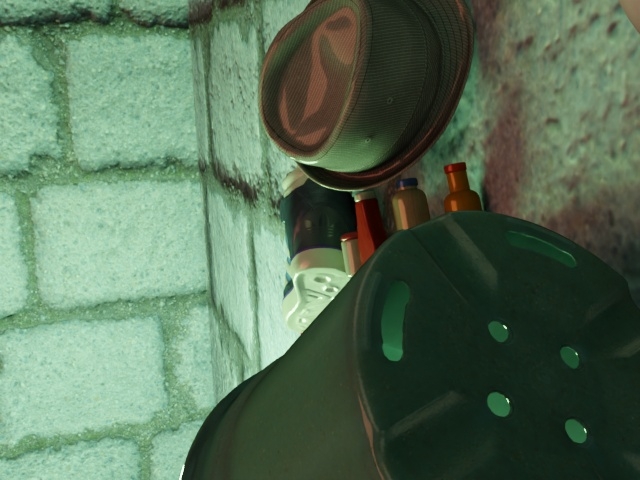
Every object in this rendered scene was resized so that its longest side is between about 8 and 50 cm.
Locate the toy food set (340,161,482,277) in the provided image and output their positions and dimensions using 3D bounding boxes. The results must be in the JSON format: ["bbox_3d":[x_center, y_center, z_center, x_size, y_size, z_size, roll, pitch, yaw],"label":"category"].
[{"bbox_3d":[0.093,-0.018,0.788,0.232,0.111,0.104,163,97,-68],"label":"toy food set"}]

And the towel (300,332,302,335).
[{"bbox_3d":[0.019,0.247,1.205,0.275,0.031,0.198,-133,43,-57],"label":"towel"}]

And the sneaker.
[{"bbox_3d":[-0.001,0.000,1.059,0.322,0.130,0.236,92,176,-64],"label":"sneaker"}]

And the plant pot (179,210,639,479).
[{"bbox_3d":[0.082,0.172,0.509,0.334,0.341,0.341,118,141,-48],"label":"plant pot"}]

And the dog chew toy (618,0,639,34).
[{"bbox_3d":[0.256,-0.094,0.216,0.331,0.207,0.206,60,151,31],"label":"dog chew toy"}]

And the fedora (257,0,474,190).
[{"bbox_3d":[0.025,-0.186,0.724,0.243,0.124,0.275,46,119,20],"label":"fedora"}]
